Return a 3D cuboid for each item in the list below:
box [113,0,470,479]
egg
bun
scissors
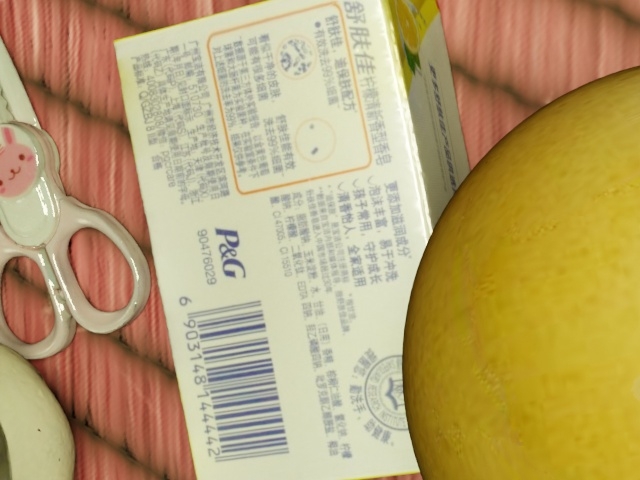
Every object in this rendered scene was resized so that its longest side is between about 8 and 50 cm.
[{"bbox_3d":[0.000,0.000,0.708,0.168,0.097,0.265,-12,90,21],"label":"box"},{"bbox_3d":[0.162,0.065,0.541,0.250,0.322,0.250,-5,60,9],"label":"egg"},{"bbox_3d":[-0.224,0.139,0.792,0.173,0.120,0.173,0,89,28],"label":"bun"},{"bbox_3d":[-0.193,-0.047,0.813,0.118,0.030,0.242,-20,89,20],"label":"scissors"}]
